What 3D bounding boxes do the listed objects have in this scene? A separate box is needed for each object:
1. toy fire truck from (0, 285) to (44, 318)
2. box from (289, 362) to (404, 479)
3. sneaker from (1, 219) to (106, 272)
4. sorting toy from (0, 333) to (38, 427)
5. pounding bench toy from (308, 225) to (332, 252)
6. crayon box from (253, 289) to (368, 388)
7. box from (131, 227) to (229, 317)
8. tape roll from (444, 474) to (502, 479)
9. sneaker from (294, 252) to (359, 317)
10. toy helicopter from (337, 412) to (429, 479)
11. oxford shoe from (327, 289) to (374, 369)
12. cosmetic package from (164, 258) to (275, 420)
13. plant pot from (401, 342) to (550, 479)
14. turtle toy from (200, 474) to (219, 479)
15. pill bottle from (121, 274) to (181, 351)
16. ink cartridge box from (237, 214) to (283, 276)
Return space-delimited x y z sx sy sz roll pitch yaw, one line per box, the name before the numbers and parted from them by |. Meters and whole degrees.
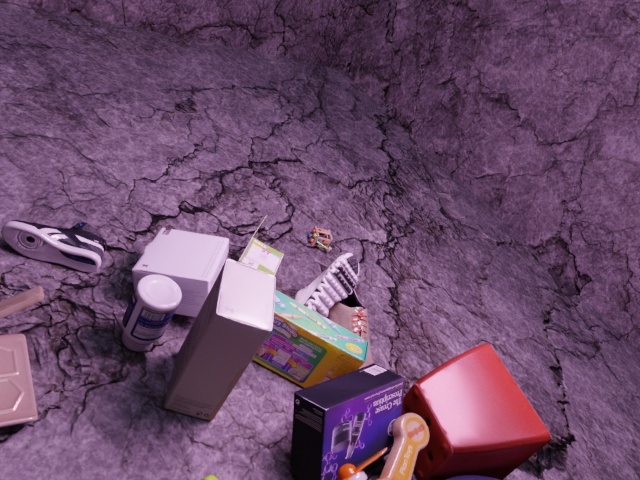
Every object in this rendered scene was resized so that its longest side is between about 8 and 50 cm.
toy fire truck | -0.675 0.089 0.982 0.246 0.158 0.217 24 26 -36
box | 0.064 0.400 1.146 0.261 0.184 0.103 -6 15 -44
sneaker | -0.616 -0.008 1.226 0.217 0.079 0.121 27 29 -25
sorting toy | -0.616 0.253 0.915 0.193 0.038 0.208 2 39 -39
pounding bench toy | 0.000 0.000 1.754 0.065 0.052 0.083 14 37 -27
crayon box | -0.046 0.256 1.270 0.278 0.165 0.081 30 29 -5
box | -0.331 0.076 1.264 0.182 0.119 0.181 9 35 2
tape roll | 0.353 0.617 1.087 0.275 0.090 0.275 3 13 -1
sneaker | -0.002 0.141 1.421 0.292 0.118 0.110 -49 124 -28
toy helicopter | 0.132 0.497 1.063 0.235 0.140 0.355 36 45 -2
oxford shoe | 0.079 0.248 1.422 0.123 0.130 0.348 9 40 -33
cosmetic package | -0.206 0.208 1.064 0.113 0.309 0.160 23 34 -17
plant pot | 0.333 0.448 1.279 0.236 0.267 0.267 -3 46 -27
turtle toy | -0.183 0.485 0.937 0.066 0.095 0.130 -7 46 -18
pill bottle | -0.368 0.161 1.118 0.094 0.169 0.094 23 34 -17
ink cartridge box | -0.174 0.076 1.378 0.097 0.189 0.255 29 33 -6
